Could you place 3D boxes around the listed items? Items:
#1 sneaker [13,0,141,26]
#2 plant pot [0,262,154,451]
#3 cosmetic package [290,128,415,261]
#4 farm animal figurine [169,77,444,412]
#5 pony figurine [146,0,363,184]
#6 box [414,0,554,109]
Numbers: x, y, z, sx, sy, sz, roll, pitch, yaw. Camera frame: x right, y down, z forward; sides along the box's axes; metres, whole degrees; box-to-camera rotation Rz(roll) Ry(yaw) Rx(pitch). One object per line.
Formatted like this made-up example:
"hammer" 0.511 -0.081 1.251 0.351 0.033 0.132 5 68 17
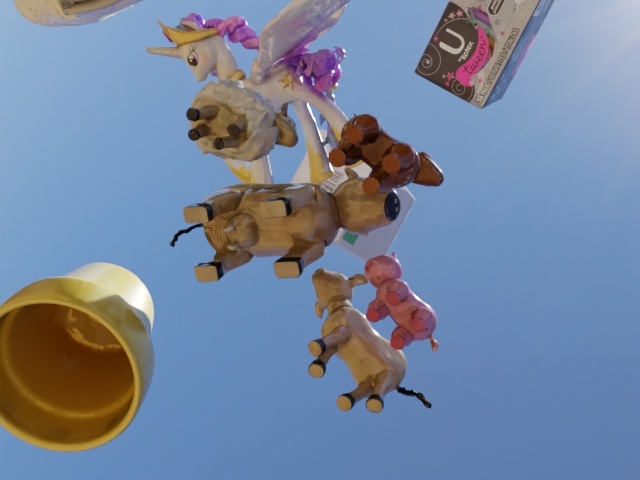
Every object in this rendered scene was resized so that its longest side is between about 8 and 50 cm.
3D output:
"sneaker" -0.175 -0.220 0.660 0.297 0.111 0.129 -7 -146 49
"plant pot" -0.368 0.153 1.337 0.254 0.254 0.239 -53 -170 20
"cosmetic package" 0.064 -0.078 1.841 0.155 0.365 0.197 27 -90 20
"farm animal figurine" 0.000 0.000 0.978 0.326 0.172 0.330 14 -68 18
"pony figurine" -0.063 -0.265 1.435 0.351 0.363 0.303 -28 -175 0
"box" 0.289 -0.372 1.479 0.142 0.163 0.247 31 -65 14
